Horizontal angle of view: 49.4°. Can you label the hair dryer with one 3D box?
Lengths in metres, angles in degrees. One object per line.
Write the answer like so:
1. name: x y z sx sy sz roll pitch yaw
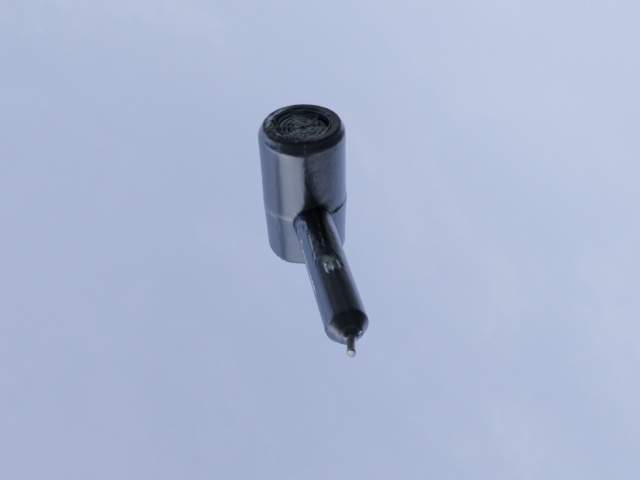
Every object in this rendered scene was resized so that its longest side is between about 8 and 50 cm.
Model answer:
1. hair dryer: 0.000 0.000 0.532 0.072 0.124 0.219 -9 -137 -7
